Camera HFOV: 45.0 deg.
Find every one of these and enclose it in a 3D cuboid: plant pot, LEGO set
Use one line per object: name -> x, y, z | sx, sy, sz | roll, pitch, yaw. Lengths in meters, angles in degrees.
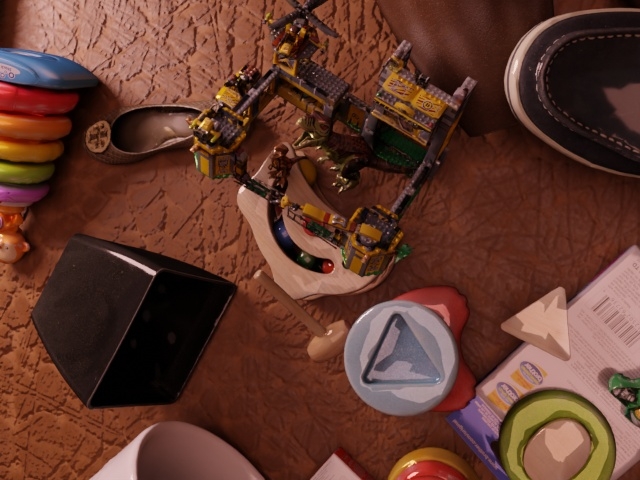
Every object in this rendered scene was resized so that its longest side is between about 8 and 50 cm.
plant pot -> 0.190, -0.249, 0.919 | 0.215, 0.215, 0.231 | -21, 98, 10
LEGO set -> 0.014, -0.137, 0.877 | 0.331, 0.192, 0.255 | 40, 66, 13
plant pot -> -0.255, 0.092, 1.002 | 0.167, 0.187, 0.188 | 29, 93, 25

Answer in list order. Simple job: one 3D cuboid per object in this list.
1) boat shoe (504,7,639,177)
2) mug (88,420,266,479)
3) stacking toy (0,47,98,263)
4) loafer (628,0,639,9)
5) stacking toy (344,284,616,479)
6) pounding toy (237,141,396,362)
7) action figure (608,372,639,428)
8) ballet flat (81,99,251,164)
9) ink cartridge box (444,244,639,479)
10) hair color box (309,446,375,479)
boat shoe -> 0.445, -0.129, 0.814 | 0.499, 0.156, 0.187 | 17, 97, -1
mug -> -0.190, 0.456, 0.937 | 0.328, 0.276, 0.374 | -43, 110, 12
stacking toy -> -0.429, -0.109, 1.075 | 0.175, 0.166, 0.302 | 13, 104, 3
loafer -> 0.529, -0.347, 0.887 | 0.365, 0.134, 0.130 | -28, 92, 14
stacking toy -> 0.173, 0.196, 0.861 | 0.279, 0.130, 0.309 | -15, 84, 15
pounding toy -> 0.000, 0.000, 0.954 | 0.154, 0.155, 0.270 | -29, 79, 11
action figure -> 0.421, 0.210, 0.836 | 0.232, 0.063, 0.137 | 28, 120, 17
ballet flat -> -0.218, -0.154, 1.061 | 0.249, 0.058, 0.084 | -3, 85, 12
ink cartridge box -> 0.323, 0.176, 0.924 | 0.311, 0.065, 0.186 | -43, 79, 5
hair color box -> 0.052, 0.356, 0.977 | 0.167, 0.053, 0.093 | 43, 95, 13
